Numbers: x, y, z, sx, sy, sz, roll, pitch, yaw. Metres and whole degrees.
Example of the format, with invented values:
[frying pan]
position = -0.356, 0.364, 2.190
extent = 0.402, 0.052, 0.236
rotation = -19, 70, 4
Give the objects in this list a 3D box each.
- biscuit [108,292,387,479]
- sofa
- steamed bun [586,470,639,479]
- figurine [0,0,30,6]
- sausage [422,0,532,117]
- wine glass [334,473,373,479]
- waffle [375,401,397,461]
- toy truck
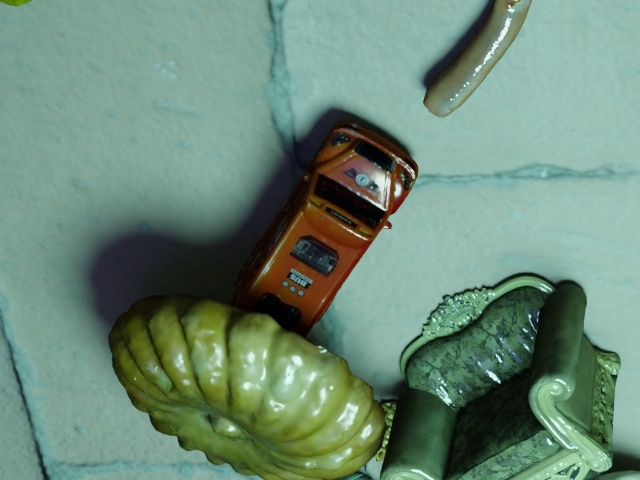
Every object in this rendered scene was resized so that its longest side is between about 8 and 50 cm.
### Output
[biscuit]
position = -0.087, 0.174, 1.931
extent = 0.326, 0.107, 0.326
rotation = 18, 155, 9
[sofa]
position = 0.183, 0.175, 1.894
extent = 0.258, 0.200, 0.182
rotation = -34, 110, 29
[steamed bun]
position = 0.346, 0.426, 1.984
extent = 0.394, 0.237, 0.346
rotation = 12, 102, 40
[figurine]
position = -0.337, -0.265, 1.682
extent = 0.168, 0.315, 0.187
rotation = 24, 122, -2
[sausage]
position = 0.161, -0.195, 1.774
extent = 0.047, 0.040, 0.177
rotation = 35, 121, -1
[wine glass]
position = 0.074, 0.306, 2.063
extent = 0.195, 0.079, 0.079
rotation = -15, 115, 20
[waffle]
position = 0.085, 0.224, 2.050
extent = 0.078, 0.016, 0.085
rotation = 4, 121, 6
[toy truck]
position = 0.000, 0.000, 1.880
extent = 0.107, 0.114, 0.253
rotation = 31, 122, -5
